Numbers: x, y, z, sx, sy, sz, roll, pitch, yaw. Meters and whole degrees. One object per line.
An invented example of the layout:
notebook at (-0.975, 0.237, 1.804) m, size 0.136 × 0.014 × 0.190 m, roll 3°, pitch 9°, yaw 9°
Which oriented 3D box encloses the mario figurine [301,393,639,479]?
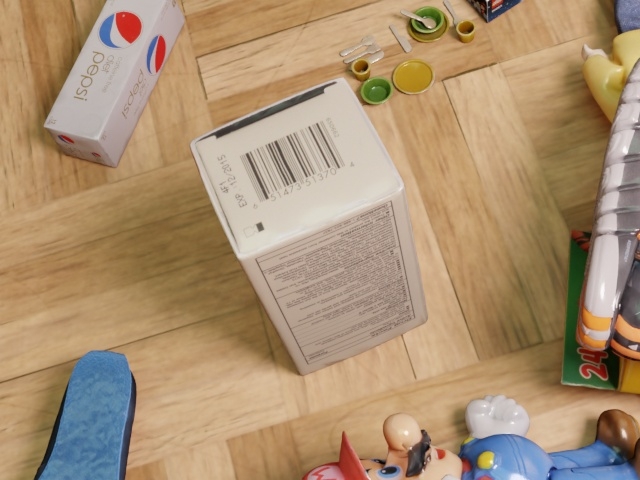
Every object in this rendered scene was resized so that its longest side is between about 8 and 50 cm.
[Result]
mario figurine at (0.139, 0.190, 0.923) m, size 0.321 × 0.198 × 0.170 m, roll -7°, pitch 61°, yaw -10°

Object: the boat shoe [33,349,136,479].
boat shoe at (-0.224, 0.239, 1.040) m, size 0.109 × 0.089 × 0.258 m, roll 17°, pitch 63°, yaw 3°

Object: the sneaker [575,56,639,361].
sneaker at (0.337, -0.025, 0.950) m, size 0.180 × 0.124 × 0.321 m, roll 10°, pitch 61°, yaw 12°

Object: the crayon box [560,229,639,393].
crayon box at (0.391, 0.053, 0.995) m, size 0.319 × 0.081 × 0.202 m, roll 4°, pitch 49°, yaw 11°

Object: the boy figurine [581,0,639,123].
boy figurine at (0.366, -0.168, 1.126) m, size 0.177 × 0.092 × 0.285 m, roll 1°, pitch 66°, yaw 10°

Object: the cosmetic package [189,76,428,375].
cosmetic package at (0.000, 0.000, 0.995) m, size 0.153 × 0.296 × 0.129 m, roll -24°, pitch 63°, yaw -3°

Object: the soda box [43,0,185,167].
soda box at (-0.237, -0.198, 1.253) m, size 0.074 × 0.069 × 0.216 m, roll 15°, pitch 69°, yaw 15°

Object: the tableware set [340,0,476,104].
tableware set at (0.105, -0.218, 1.230) m, size 0.154 × 0.024 × 0.104 m, roll -26°, pitch 64°, yaw -4°

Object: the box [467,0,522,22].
box at (0.245, -0.379, 1.270) m, size 0.233 × 0.044 × 0.159 m, roll -33°, pitch 65°, yaw -7°
